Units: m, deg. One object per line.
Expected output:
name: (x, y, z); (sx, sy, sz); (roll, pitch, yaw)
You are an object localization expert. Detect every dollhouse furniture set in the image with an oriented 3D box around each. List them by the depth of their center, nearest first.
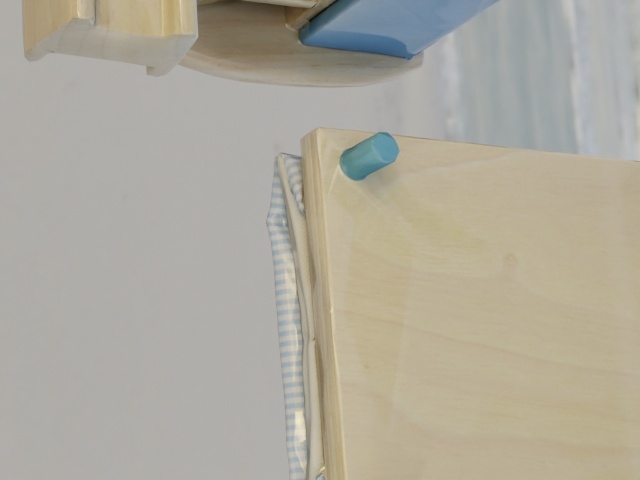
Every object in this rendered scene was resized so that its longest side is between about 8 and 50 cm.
dollhouse furniture set: (0.000, 0.000, 0.559); (0.198, 0.286, 0.304); (-29, -117, 57)
